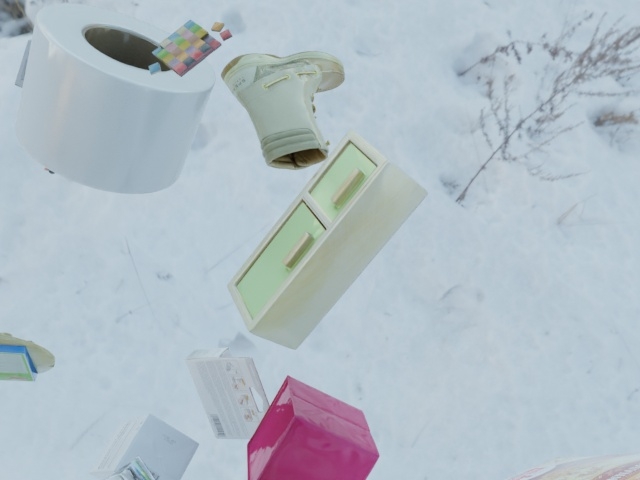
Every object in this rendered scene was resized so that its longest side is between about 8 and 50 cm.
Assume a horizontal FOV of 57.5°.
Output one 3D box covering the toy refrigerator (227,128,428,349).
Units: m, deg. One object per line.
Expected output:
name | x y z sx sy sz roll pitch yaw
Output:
toy refrigerator | 0.000 0.000 0.746 0.270 0.094 0.102 -50 41 12

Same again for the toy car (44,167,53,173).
toy car | -0.446 -0.134 1.033 0.060 0.122 0.041 4 92 -10

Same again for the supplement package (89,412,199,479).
supplement package | -0.510 0.628 1.673 0.177 0.293 0.175 38 54 -15

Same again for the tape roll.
tape roll | -0.294 -0.204 0.841 0.246 0.169 0.246 22 30 -13

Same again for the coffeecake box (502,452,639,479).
coffeecake box | 0.243 0.237 0.508 0.142 0.185 0.068 -7 73 -30

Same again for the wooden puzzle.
wooden puzzle | -0.124 -0.179 0.540 0.083 0.006 0.049 -43 61 -11

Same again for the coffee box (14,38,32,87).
coffee box | -0.579 -0.394 1.471 0.297 0.168 0.119 21 107 -20

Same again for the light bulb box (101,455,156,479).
light bulb box | -0.177 0.404 0.379 0.361 0.225 0.358 -36 85 -21

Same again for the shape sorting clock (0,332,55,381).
shape sorting clock | -0.528 0.179 0.918 0.206 0.206 0.040 2 56 -9

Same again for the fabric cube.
fabric cube | -0.032 0.574 1.600 0.258 0.259 0.254 28 97 -11

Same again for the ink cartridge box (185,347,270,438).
ink cartridge box | -0.254 0.471 1.785 0.066 0.260 0.297 -42 120 -57

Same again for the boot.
boot | -0.027 -0.230 1.036 0.261 0.095 0.204 -15 74 -43
